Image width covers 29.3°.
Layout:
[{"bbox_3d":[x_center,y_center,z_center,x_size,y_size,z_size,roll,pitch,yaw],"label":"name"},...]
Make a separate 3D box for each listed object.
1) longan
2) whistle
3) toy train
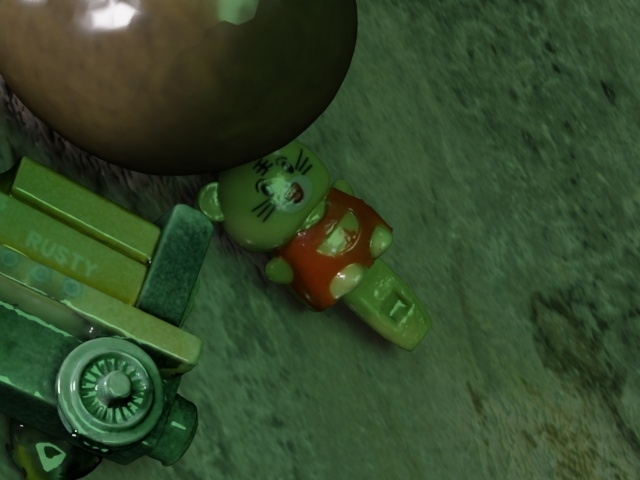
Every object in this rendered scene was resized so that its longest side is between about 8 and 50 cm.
[{"bbox_3d":[-0.126,-0.203,1.054,0.318,0.319,0.319,8,72,-26],"label":"longan"},{"bbox_3d":[0.000,0.000,1.189,0.288,0.106,0.131,43,67,-10],"label":"whistle"},{"bbox_3d":[-0.263,0.036,1.018,0.397,0.160,0.253,28,57,-19],"label":"toy train"}]
